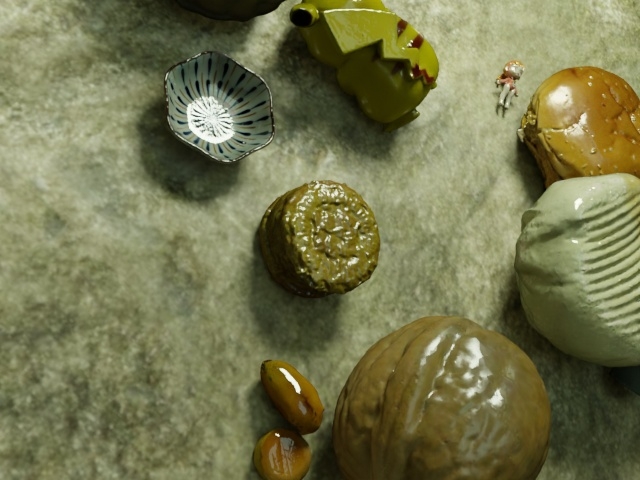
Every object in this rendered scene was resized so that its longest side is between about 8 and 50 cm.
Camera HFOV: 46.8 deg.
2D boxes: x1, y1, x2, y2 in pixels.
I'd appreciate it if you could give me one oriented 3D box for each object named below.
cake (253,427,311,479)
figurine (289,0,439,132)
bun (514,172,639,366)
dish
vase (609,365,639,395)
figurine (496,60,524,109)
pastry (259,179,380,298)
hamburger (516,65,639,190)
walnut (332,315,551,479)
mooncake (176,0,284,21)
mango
[{"bbox_3d":[-0.055,0.314,1.073,0.084,0.044,0.084,8,71,-26],"label":"cake"},{"bbox_3d":[0.069,-0.343,1.281,0.326,0.169,0.218,39,55,-15],"label":"figurine"},{"bbox_3d":[0.506,0.055,1.365,0.365,0.219,0.365,2,85,-27],"label":"bun"},{"bbox_3d":[-0.166,-0.199,1.163,0.190,0.066,0.191,9,69,-24],"label":"dish"},{"bbox_3d":[0.655,0.197,1.429,0.086,0.086,0.214,30,96,-18],"label":"vase"},{"bbox_3d":[0.389,-0.323,1.532,0.064,0.047,0.109,28,71,-27],"label":"figurine"},{"bbox_3d":[0.000,0.000,1.170,0.188,0.103,0.189,9,71,-27],"label":"pastry"},{"bbox_3d":[0.548,-0.214,1.515,0.314,0.170,0.290,-22,79,-32],"label":"hamburger"},{"bbox_3d":[0.171,0.266,1.066,0.332,0.333,0.333,9,70,-27],"label":"walnut"},{"bbox_3d":[-0.144,-0.498,1.186,0.290,0.161,0.291,5,68,-12],"label":"mooncake"},{"bbox_3d":[-0.041,0.226,1.089,0.063,0.077,0.127,-37,80,-9],"label":"mango"}]
